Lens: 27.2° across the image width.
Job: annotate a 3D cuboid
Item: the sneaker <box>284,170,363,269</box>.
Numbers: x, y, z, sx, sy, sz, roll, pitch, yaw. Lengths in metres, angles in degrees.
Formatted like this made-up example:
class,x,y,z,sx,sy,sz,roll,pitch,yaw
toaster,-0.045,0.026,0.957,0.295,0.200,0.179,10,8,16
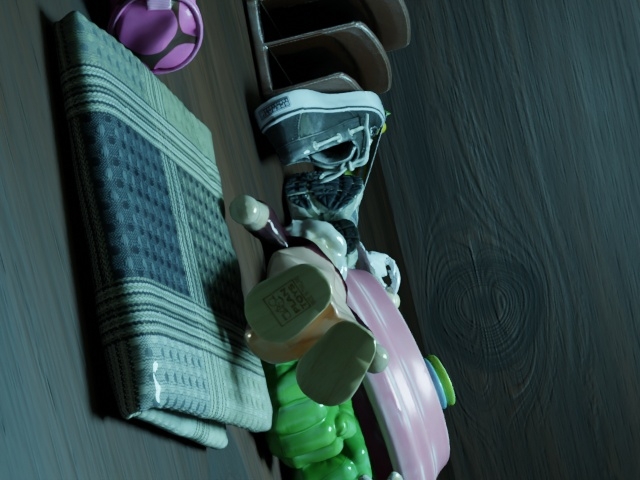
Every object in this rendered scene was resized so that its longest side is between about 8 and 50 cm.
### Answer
class,x,y,z,sx,sy,sz,roll,pitch,yaw
sneaker,0.000,0.000,1.812,0.283,0.110,0.122,-83,177,-60

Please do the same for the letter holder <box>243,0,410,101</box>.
class,x,y,z,sx,sy,sz,roll,pitch,yaw
letter holder,0.036,-0.260,1.954,0.302,0.214,0.152,48,30,-74

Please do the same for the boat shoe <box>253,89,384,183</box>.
class,x,y,z,sx,sy,sz,roll,pitch,yaw
boat shoe,0.018,-0.142,1.813,0.105,0.113,0.306,66,20,7

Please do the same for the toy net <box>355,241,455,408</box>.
class,x,y,z,sx,sy,sz,roll,pitch,yaw
toy net,0.097,0.101,1.641,0.122,0.045,0.232,-150,-141,-74

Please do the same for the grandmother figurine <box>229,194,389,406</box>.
class,x,y,z,sx,sy,sz,roll,pitch,yaw
grandmother figurine,-0.018,0.043,1.243,0.208,0.104,0.342,61,3,-7

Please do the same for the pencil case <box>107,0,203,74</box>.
class,x,y,z,sx,sy,sz,roll,pitch,yaw
pencil case,-0.146,-0.246,1.161,0.098,0.095,0.209,119,-29,-45

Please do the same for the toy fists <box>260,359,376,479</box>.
class,x,y,z,sx,sy,sz,roll,pitch,yaw
toy fists,-0.005,0.194,1.415,0.279,0.096,0.142,69,12,-51

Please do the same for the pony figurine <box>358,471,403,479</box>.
class,x,y,z,sx,sy,sz,roll,pitch,yaw
pony figurine,0.143,0.415,1.195,0.351,0.303,0.363,40,-38,37

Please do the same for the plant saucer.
class,x,y,z,sx,sy,sz,roll,pitch,yaw
plant saucer,0.063,0.166,1.586,0.332,0.084,0.332,158,-90,-79

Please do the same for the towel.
class,x,y,z,sx,sy,sz,roll,pitch,yaw
towel,-0.128,0.008,1.077,0.324,0.056,0.312,42,33,-72

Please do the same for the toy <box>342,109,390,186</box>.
class,x,y,z,sx,sy,sz,roll,pitch,yaw
toy,0.048,-0.109,2.158,0.137,0.056,0.237,-96,-153,-78
